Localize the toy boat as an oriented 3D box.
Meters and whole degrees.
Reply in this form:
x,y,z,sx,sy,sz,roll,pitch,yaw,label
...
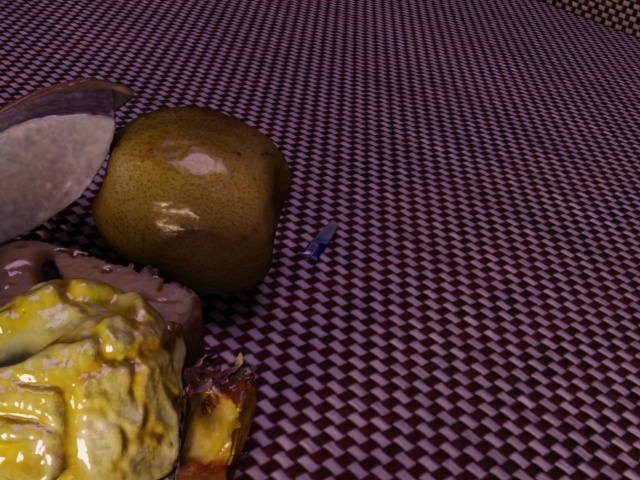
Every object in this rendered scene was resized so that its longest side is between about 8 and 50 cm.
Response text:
x,y,z,sx,sy,sz,roll,pitch,yaw,label
-0.334,-0.107,0.975,0.276,0.111,0.293,-29,32,7,toy boat

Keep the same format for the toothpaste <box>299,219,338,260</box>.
x,y,z,sx,sy,sz,roll,pitch,yaw,label
0.000,0.000,1.113,0.024,0.015,0.083,20,37,14,toothpaste

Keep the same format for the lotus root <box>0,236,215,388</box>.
x,y,z,sx,sy,sz,roll,pitch,yaw,label
-0.236,0.077,0.849,0.261,0.074,0.170,15,32,13,lotus root

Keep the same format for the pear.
x,y,z,sx,sy,sz,roll,pitch,yaw,label
-0.145,-0.045,0.967,0.211,0.188,0.228,9,32,3,pear

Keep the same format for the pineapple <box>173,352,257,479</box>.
x,y,z,sx,sy,sz,roll,pitch,yaw,label
-0.095,0.155,0.746,0.069,0.137,0.116,8,72,2,pineapple

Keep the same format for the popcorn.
x,y,z,sx,sy,sz,roll,pitch,yaw,label
-0.192,0.125,0.676,0.167,0.185,0.187,5,48,-16,popcorn
